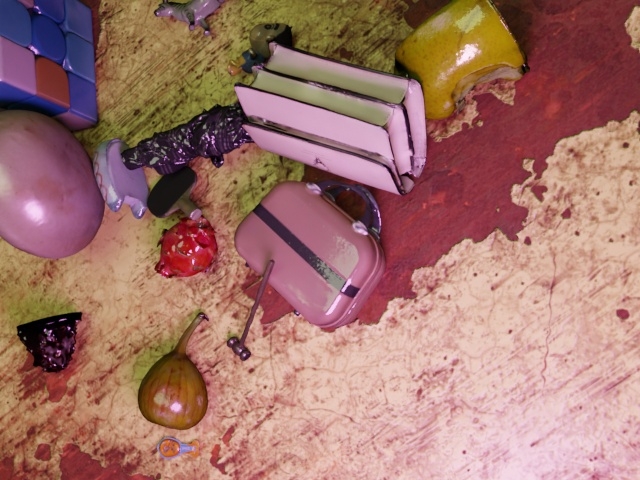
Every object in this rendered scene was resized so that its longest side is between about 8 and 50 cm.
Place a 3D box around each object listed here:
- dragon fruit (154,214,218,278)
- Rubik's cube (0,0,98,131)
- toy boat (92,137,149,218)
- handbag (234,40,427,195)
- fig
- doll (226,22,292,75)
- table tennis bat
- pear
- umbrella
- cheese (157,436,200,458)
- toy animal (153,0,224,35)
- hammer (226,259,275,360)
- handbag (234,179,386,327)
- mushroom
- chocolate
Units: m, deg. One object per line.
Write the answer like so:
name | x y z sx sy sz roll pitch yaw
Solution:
dragon fruit | -0.296 0.022 1.679 0.166 0.133 0.136 -48 27 2
Rubik's cube | -0.795 -0.447 1.847 0.347 0.346 0.344 -10 78 22
toy boat | -0.481 -0.144 1.777 0.079 0.134 0.207 -31 66 26
handbag | 0.024 -0.234 1.525 0.359 0.236 0.160 22 66 25
fig | -0.310 0.276 1.630 0.151 0.151 0.259 2 78 23
doll | -0.141 -0.443 1.716 0.179 0.102 0.089 -27 114 12
table tennis bat | -0.324 -0.101 1.702 0.138 0.022 0.246 -49 37 -3
pear | 0.251 -0.340 1.446 0.255 0.238 0.164 -31 77 14
umbrella | -0.305 -0.209 1.699 0.337 0.154 0.128 -19 115 13
cheese | -0.315 0.461 1.665 0.111 0.017 0.047 -5 82 22
toy animal | -0.289 -0.574 1.807 0.217 0.073 0.176 -37 54 9
hammer | -0.139 0.142 1.557 0.058 0.029 0.292 41 133 21
handbag | 0.000 0.000 1.545 0.302 0.149 0.283 43 97 25
mushroom | -0.676 -0.115 1.727 0.295 0.362 0.362 -26 72 9
chocolate | -0.633 0.249 1.787 0.156 0.156 0.133 -9 96 21
